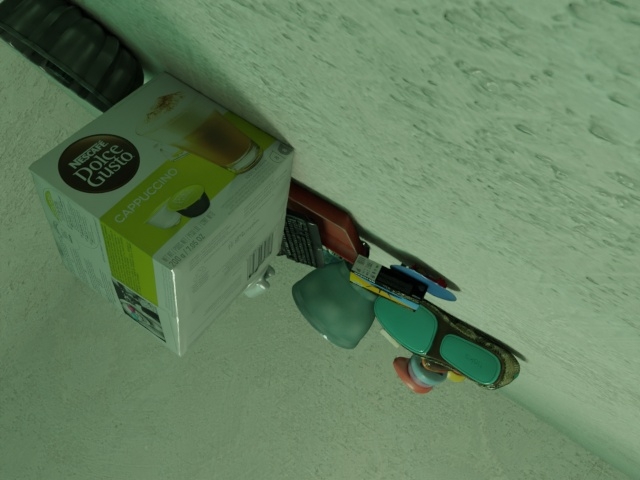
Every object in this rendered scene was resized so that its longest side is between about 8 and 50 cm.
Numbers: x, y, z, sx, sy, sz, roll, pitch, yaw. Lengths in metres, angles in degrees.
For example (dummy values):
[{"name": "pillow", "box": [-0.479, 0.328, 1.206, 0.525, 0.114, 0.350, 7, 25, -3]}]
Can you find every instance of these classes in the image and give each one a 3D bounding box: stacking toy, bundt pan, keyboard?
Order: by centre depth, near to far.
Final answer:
[{"name": "bundt pan", "box": [-0.497, -0.383, 1.258, 0.331, 0.124, 0.331, 34, 175, 3]}, {"name": "keyboard", "box": [-0.088, -0.013, 1.574, 0.202, 0.033, 0.317, 22, 160, 13]}, {"name": "stacking toy", "box": [0.378, 0.351, 2.097, 0.309, 0.130, 0.279, -10, -122, -40]}]

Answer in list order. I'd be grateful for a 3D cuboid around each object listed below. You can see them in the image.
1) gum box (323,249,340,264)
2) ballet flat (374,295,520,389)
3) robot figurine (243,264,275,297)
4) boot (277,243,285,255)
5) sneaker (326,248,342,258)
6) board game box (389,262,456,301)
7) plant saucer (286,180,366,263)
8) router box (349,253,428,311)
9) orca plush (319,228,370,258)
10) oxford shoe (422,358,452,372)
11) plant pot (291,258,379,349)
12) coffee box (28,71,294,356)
[{"name": "gum box", "box": [0.046, 0.092, 2.472, 0.184, 0.041, 0.157, 35, 173, -12]}, {"name": "ballet flat", "box": [0.381, 0.299, 1.880, 0.483, 0.164, 0.182, 28, -169, 38]}, {"name": "robot figurine", "box": [-0.327, 0.058, 2.264, 0.200, 0.299, 0.353, -29, 117, 32]}, {"name": "boot", "box": [-0.179, -0.030, 2.265, 0.260, 0.131, 0.348, 45, -179, -25]}, {"name": "sneaker", "box": [0.032, 0.025, 2.034, 0.069, 0.038, 0.098, 29, 172, 34]}, {"name": "board game box", "box": [0.241, 0.084, 1.423, 0.169, 0.033, 0.133, 30, 169, -5]}, {"name": "plant saucer", "box": [-0.002, -0.049, 1.514, 0.258, 0.047, 0.259, 31, 169, 25]}, {"name": "router box", "box": [0.159, 0.104, 1.481, 0.179, 0.046, 0.133, 25, 166, 9]}, {"name": "orca plush", "box": [0.000, 0.000, 1.700, 0.287, 0.102, 0.151, 32, 174, 18]}, {"name": "oxford shoe", "box": [0.445, 0.366, 1.971, 0.272, 0.096, 0.098, 1, 170, -29]}, {"name": "plant pot", "box": [0.078, 0.183, 2.051, 0.293, 0.196, 0.293, 38, -162, -15]}, {"name": "coffee box", "box": [-0.293, -0.052, 1.223, 0.334, 0.337, 0.338, 33, 147, 13]}]
